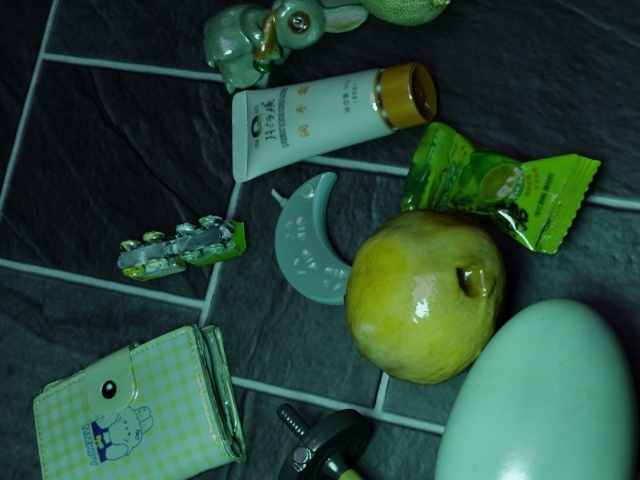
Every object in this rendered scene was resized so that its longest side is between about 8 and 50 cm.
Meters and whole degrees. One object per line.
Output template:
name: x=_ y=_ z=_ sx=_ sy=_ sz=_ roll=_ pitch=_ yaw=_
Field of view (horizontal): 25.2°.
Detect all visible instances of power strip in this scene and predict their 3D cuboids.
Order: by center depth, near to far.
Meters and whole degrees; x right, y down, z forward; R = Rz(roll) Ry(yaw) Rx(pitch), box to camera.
power strip: x=0.000 y=0.000 z=1.967 sx=0.137 sy=0.044 sz=0.216 roll=-38 pitch=65 yaw=14

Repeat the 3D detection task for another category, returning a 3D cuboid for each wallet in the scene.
wallet: x=-0.265 y=0.259 z=2.022 sx=0.310 sy=0.077 sz=0.223 roll=-23 pitch=72 yaw=20

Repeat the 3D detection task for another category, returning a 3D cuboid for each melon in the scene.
melon: x=0.110 y=-0.367 z=1.949 sx=0.192 sy=0.139 sz=0.139 roll=41 pitch=97 yaw=31

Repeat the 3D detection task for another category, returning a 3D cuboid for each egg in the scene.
egg: x=0.257 y=0.247 z=1.678 sx=0.230 sy=0.230 sz=0.370 roll=11 pitch=78 yaw=28

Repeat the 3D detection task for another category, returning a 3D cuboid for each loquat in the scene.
loquat: x=0.134 y=0.071 z=1.785 sx=0.238 sy=0.193 sz=0.238 roll=-29 pitch=55 yaw=53

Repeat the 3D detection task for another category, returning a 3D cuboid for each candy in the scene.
candy: x=0.228 y=-0.063 z=1.858 sx=0.246 sy=0.069 sz=0.149 roll=15 pitch=80 yaw=36

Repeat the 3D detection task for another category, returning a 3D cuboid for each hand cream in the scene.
hand cream: x=0.007 y=-0.179 z=1.992 sx=0.314 sy=0.089 sz=0.139 roll=-15 pitch=69 yaw=30

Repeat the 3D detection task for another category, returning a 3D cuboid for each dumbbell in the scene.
dumbbell: x=0.052 y=0.321 z=1.808 sx=0.325 sy=0.143 sz=0.143 roll=43 pitch=98 yaw=27

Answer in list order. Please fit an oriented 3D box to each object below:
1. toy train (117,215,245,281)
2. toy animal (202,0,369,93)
toy train: x=-0.199 y=0.013 z=2.044 sx=0.202 sy=0.081 sz=0.060 roll=-16 pitch=70 yaw=29
toy animal: x=-0.060 y=-0.310 z=2.036 sx=0.236 sy=0.108 sz=0.138 roll=-31 pitch=56 yaw=15
